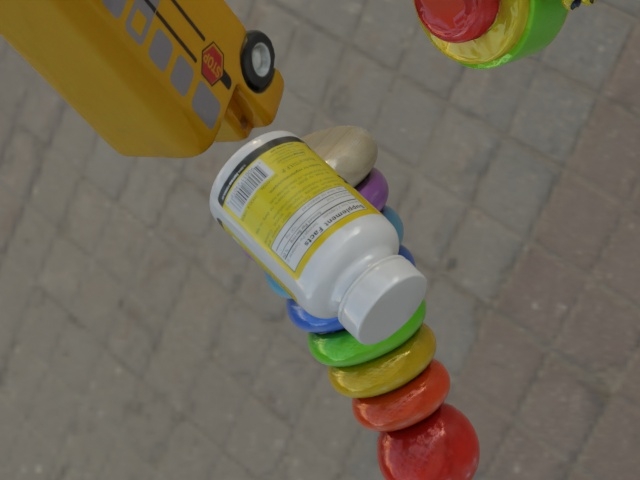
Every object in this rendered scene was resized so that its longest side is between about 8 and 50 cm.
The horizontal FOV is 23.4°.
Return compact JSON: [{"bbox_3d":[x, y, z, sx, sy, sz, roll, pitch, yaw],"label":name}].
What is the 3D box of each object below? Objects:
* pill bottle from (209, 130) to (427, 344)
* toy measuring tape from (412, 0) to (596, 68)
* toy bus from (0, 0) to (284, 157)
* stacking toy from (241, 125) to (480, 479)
[{"bbox_3d":[0.000,0.000,0.810,0.116,0.065,0.065,45,112,27],"label":"pill bottle"},{"bbox_3d":[0.082,-0.188,1.173,0.330,0.121,0.121,6,87,46],"label":"toy measuring tape"},{"bbox_3d":[-0.152,-0.168,1.187,0.108,0.332,0.130,3,63,29],"label":"toy bus"},{"bbox_3d":[0.043,0.074,1.304,0.141,0.141,0.330,-12,112,39],"label":"stacking toy"}]
